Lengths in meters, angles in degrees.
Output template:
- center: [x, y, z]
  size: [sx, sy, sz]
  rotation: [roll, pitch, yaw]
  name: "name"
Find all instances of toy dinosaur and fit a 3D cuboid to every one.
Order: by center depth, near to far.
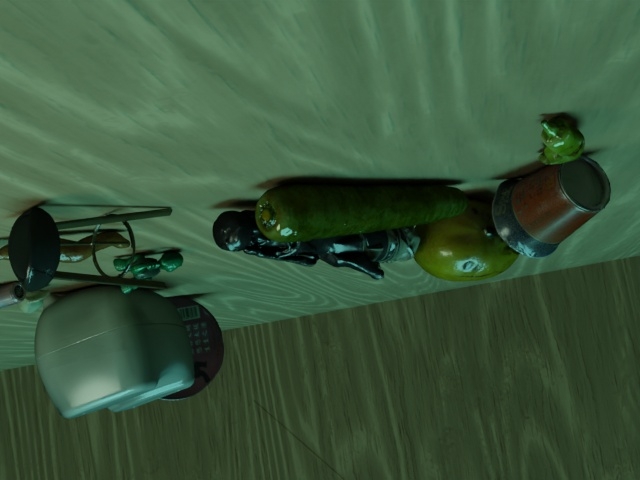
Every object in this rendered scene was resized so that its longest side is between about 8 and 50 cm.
- center: [-0.270, 0.041, 1.459]
  size: [0.096, 0.059, 0.132]
  rotation: [-19, 178, 8]
  name: "toy dinosaur"

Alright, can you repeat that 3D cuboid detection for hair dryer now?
- center: [-0.541, 0.084, 1.499]
  size: [0.063, 0.037, 0.114]
  rotation: [-15, 162, 23]
  name: "hair dryer"

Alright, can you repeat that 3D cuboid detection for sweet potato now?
- center: [-0.334, 0.011, 1.213]
  size: [0.179, 0.044, 0.044]
  rotation: [-7, 171, -27]
  name: "sweet potato"

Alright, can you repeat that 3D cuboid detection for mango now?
- center: [0.240, 0.001, 1.495]
  size: [0.167, 0.130, 0.262]
  rotation: [-8, 177, 25]
  name: "mango"

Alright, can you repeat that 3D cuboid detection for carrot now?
- center: [0.070, -0.045, 1.223]
  size: [0.359, 0.074, 0.074]
  rotation: [-6, 171, -39]
  name: "carrot"

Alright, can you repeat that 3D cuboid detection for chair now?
- center: [-0.285, 0.009, 1.110]
  size: [0.095, 0.104, 0.221]
  rotation: [5, -177, 34]
  name: "chair"

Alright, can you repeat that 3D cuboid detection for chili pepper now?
- center: [0.290, -0.112, 1.107]
  size: [0.049, 0.043, 0.208]
  rotation: [-24, 169, 10]
  name: "chili pepper"

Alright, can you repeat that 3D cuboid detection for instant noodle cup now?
- center: [0.329, -0.055, 1.295]
  size: [0.127, 0.127, 0.136]
  rotation: [-5, 161, -28]
  name: "instant noodle cup"
- center: [-0.361, 0.247, 2.148]
  size: [0.235, 0.234, 0.178]
  rotation: [-6, 179, -23]
  name: "instant noodle cup"

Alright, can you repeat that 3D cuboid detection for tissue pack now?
- center: [-0.394, 0.201, 1.786]
  size: [0.229, 0.236, 0.333]
  rotation: [-20, 170, 10]
  name: "tissue pack"

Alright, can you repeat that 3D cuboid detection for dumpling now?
- center: [-0.500, 0.100, 1.613]
  size: [0.059, 0.043, 0.077]
  rotation: [-23, 164, -32]
  name: "dumpling"

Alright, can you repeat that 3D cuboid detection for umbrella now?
- center: [-0.004, 0.002, 1.314]
  size: [0.113, 0.106, 0.358]
  rotation: [3, -178, 45]
  name: "umbrella"
